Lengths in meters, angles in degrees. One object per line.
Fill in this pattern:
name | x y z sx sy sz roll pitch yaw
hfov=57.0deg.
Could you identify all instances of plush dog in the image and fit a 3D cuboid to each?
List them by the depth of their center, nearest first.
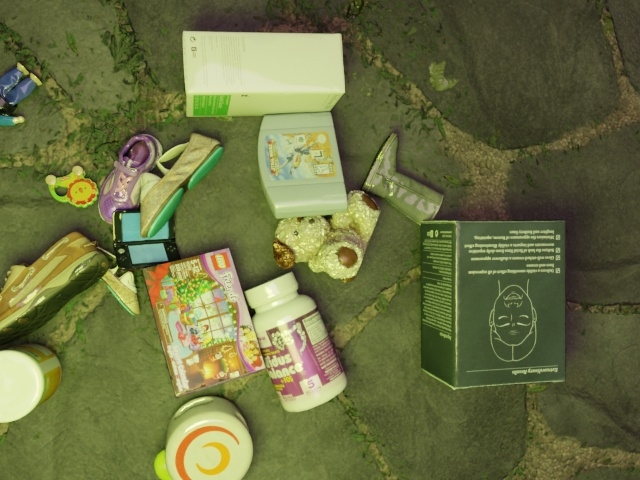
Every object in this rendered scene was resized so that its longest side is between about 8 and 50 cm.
plush dog | 0.000 0.000 1.447 0.226 0.210 0.262 21 52 4

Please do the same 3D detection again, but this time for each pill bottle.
pill bottle | -0.621 0.286 1.224 0.137 0.246 0.136 1 84 -12
pill bottle | -0.066 0.234 1.391 0.169 0.169 0.301 -23 90 -14

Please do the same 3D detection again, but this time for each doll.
doll | -0.733 -0.317 1.358 0.129 0.046 0.189 41 78 -5

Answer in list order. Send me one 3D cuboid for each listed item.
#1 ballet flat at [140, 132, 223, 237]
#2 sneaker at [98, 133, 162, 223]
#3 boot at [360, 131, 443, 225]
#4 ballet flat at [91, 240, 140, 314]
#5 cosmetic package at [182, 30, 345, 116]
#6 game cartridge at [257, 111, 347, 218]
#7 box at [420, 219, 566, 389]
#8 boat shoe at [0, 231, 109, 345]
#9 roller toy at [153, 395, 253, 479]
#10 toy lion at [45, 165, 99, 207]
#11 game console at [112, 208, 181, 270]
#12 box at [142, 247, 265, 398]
ballet flat | -0.352 -0.138 1.376 0.106 0.107 0.316 32 55 0
sneaker | -0.450 -0.151 1.376 0.095 0.104 0.236 25 81 -11
boot | 0.231 -0.159 1.543 0.209 0.076 0.189 25 94 -2
ballet flat | -0.477 0.081 1.364 0.067 0.073 0.206 -44 96 -10
cosmetic package | -0.142 -0.398 1.422 0.366 0.197 0.155 -3 85 -11
game cartridge | -0.052 -0.191 1.426 0.198 0.062 0.297 -3 59 -11
box | 0.424 0.145 1.469 0.294 0.212 0.394 0 91 -13
boat shoe | -0.620 0.105 1.282 0.324 0.122 0.120 -38 79 -9
roller toy | -0.253 0.462 1.341 0.210 0.146 0.191 23 89 -15
toy lion | -0.575 -0.118 1.375 0.100 0.034 0.096 -22 83 -13
game console | -0.401 -0.004 1.364 0.144 0.085 0.124 -5 44 -26
box | -0.264 0.179 1.321 0.201 0.057 0.293 -15 75 -19
